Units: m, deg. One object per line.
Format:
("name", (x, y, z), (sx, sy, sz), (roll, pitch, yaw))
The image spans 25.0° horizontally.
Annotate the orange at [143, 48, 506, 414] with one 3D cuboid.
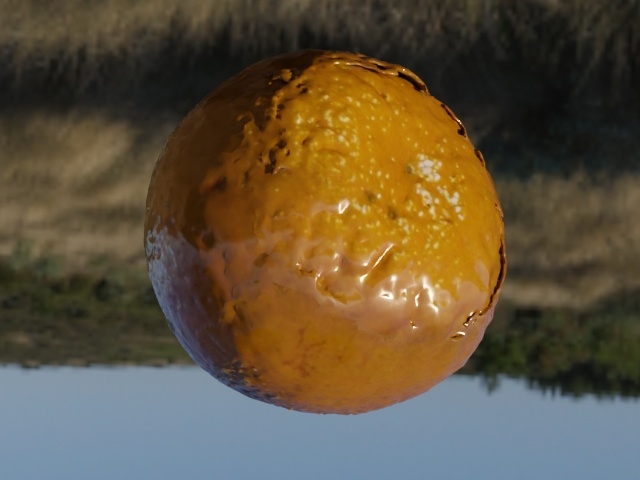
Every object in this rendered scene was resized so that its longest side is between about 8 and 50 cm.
("orange", (0.000, 0.000, 0.751), (0.193, 0.193, 0.161), (5, 160, -33))
